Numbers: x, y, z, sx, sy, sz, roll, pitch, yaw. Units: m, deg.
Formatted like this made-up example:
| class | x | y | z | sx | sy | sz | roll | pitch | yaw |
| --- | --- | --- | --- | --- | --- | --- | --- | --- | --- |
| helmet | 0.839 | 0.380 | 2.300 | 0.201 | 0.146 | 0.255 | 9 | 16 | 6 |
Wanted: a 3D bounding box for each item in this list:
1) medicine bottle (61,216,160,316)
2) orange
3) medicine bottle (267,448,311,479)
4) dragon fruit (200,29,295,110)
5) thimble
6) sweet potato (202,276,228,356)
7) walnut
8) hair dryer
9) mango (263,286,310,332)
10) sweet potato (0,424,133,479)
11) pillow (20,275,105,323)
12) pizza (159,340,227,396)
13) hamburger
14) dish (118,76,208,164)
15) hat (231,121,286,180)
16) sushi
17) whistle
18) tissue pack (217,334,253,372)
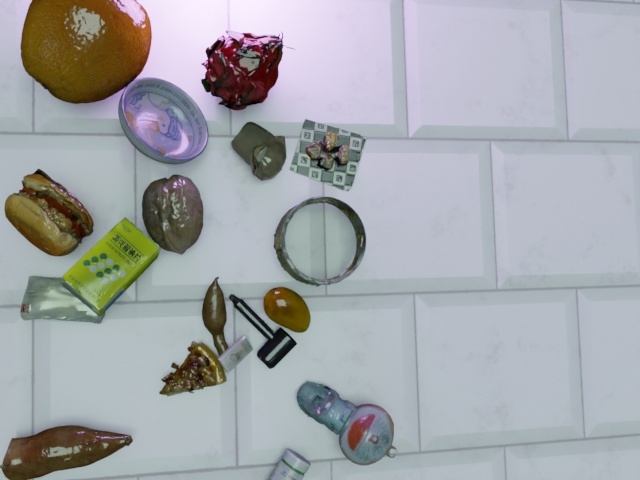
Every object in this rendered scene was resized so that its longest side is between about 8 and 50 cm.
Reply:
| class | x | y | z | sx | sy | sz | roll | pitch | yaw |
| --- | --- | --- | --- | --- | --- | --- | --- | --- | --- |
| medicine bottle | -0.581 | 0.076 | 1.718 | 0.137 | 0.141 | 0.250 | 42 | 66 | -3 |
| orange | -0.646 | -0.552 | 1.691 | 0.322 | 0.322 | 0.357 | 43 | 89 | -5 |
| medicine bottle | -0.112 | 0.716 | 1.807 | 0.086 | 0.086 | 0.183 | 34 | 82 | -6 |
| dragon fruit | -0.207 | -0.505 | 1.795 | 0.293 | 0.234 | 0.234 | -12 | 88 | 25 |
| thimble | 0.000 | 0.000 | 1.844 | 0.270 | 0.150 | 0.271 | 1 | 86 | -10 |
| sweet potato | -0.311 | 0.240 | 1.815 | 0.074 | 0.075 | 0.270 | -8 | 98 | -11 |
| walnut | -0.424 | -0.072 | 1.770 | 0.178 | 0.178 | 0.230 | -11 | 92 | -11 |
| hair dryer | -0.195 | 0.262 | 1.837 | 0.248 | 0.070 | 0.114 | 44 | 80 | -1 |
| mango | -0.096 | 0.205 | 1.847 | 0.163 | 0.089 | 0.111 | 27 | 93 | -17 |
| sweet potato | -0.695 | 0.569 | 1.693 | 0.336 | 0.131 | 0.131 | -12 | 88 | -12 |
| pillow | -0.727 | 0.169 | 1.752 | 0.229 | 0.051 | 0.128 | 4 | 75 | -12 |
| pizza | -0.384 | 0.394 | 1.788 | 0.194 | 0.069 | 0.154 | -33 | 93 | -12 |
| hamburger | -0.740 | -0.065 | 1.677 | 0.244 | 0.244 | 0.163 | 45 | 70 | -5 |
| dish | -0.477 | -0.323 | 1.788 | 0.273 | 0.134 | 0.273 | 25 | 50 | -33 |
| hat | -0.183 | -0.282 | 1.881 | 0.175 | 0.085 | 0.147 | 43 | 91 | 18 |
| sushi | 0.028 | -0.274 | 1.924 | 0.210 | 0.040 | 0.193 | 17 | 83 | -9 |
| whistle | 0.082 | 0.539 | 1.822 | 0.348 | 0.189 | 0.189 | 33 | 81 | 4 |
| tissue pack | -0.250 | 0.335 | 1.814 | 0.108 | 0.023 | 0.056 | -43 | 120 | -30 |
